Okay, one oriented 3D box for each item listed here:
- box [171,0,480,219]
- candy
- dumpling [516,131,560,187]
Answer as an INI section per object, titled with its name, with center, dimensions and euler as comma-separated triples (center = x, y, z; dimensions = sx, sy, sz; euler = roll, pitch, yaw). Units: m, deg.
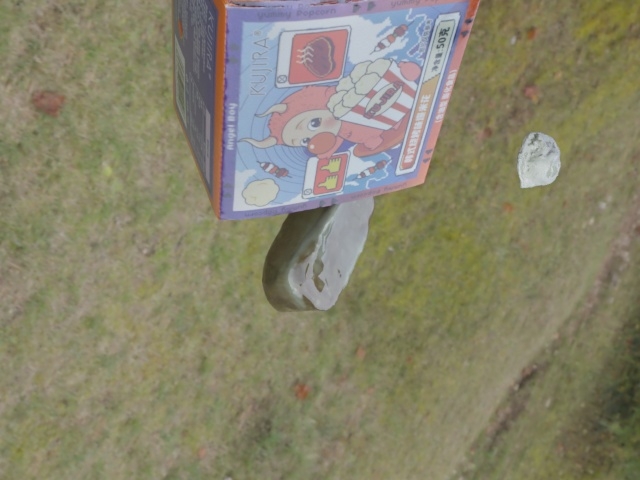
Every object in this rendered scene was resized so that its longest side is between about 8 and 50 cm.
[box]
center = -0.014, -0.244, 1.136
dimensions = 0.319, 0.256, 0.348
euler = -10, 141, -18
[candy]
center = 0.000, 0.000, 1.284
dimensions = 0.102, 0.104, 0.234
euler = 52, 50, -29
[dumpling]
center = 0.266, -0.099, 1.064
dimensions = 0.076, 0.052, 0.057
euler = -19, 125, -6
